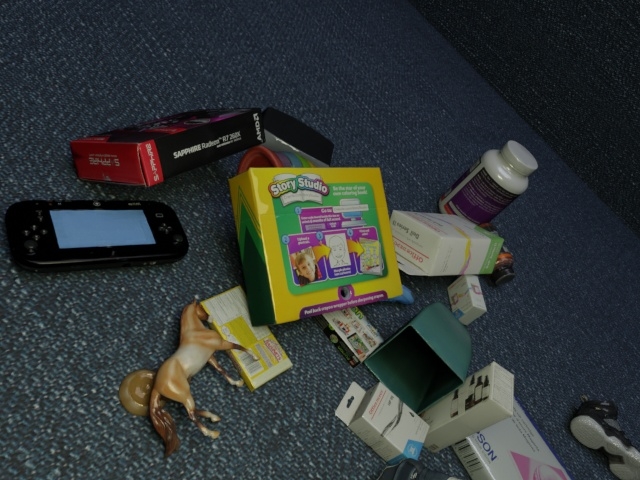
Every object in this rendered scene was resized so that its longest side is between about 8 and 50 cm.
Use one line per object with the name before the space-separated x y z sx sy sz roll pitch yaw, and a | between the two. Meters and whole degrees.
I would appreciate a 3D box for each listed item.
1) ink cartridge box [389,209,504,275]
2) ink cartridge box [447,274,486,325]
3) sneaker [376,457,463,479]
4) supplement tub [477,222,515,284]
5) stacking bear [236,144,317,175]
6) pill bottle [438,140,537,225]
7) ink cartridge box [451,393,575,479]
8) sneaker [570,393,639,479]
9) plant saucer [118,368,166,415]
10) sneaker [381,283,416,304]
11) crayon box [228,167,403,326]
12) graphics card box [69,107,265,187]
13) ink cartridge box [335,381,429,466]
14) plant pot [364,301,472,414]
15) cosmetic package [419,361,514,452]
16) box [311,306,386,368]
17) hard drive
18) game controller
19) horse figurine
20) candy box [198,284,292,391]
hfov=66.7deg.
ink cartridge box | 0.328 0.005 1.397 0.353 0.119 0.207 1 23 -37
ink cartridge box | 0.419 0.167 1.401 0.052 0.089 0.123 19 44 -18
sneaker | 0.173 0.526 0.905 0.086 0.163 0.227 13 86 -50
supplement tub | 0.567 0.046 1.609 0.105 0.106 0.198 6 51 -33
stacking bear | -0.061 -0.143 1.278 0.288 0.175 0.164 6 57 -45
pill bottle | 0.561 -0.176 1.636 0.181 0.323 0.182 20 45 -21
ink cartridge box | 0.482 0.518 1.152 0.330 0.071 0.324 -14 63 -42
sneaker | 0.825 0.546 1.355 0.268 0.101 0.153 40 43 4
plant saucer | -0.301 0.258 0.835 0.083 0.015 0.084 21 45 -22
sneaker | 0.155 0.133 1.263 0.209 0.069 0.082 29 68 -21
crayon box | 0.000 0.000 1.080 0.362 0.106 0.314 -6 83 -38
graphics card box | -0.326 -0.221 1.093 0.232 0.094 0.371 8 26 33
ink cartridge box | 0.130 0.377 1.017 0.180 0.060 0.104 41 41 2
plant pot | 0.253 0.255 1.152 0.165 0.166 0.234 47 32 9
cosmetic package | 0.299 0.355 1.027 0.060 0.239 0.099 36 40 -4
box | 0.050 0.185 1.148 0.207 0.036 0.114 50 41 11
hard drive | -0.075 -0.300 1.475 0.254 0.054 0.172 27 42 -14
game controller | -0.424 -0.016 0.949 0.319 0.067 0.167 -3 56 -39
horse figurine | -0.221 0.236 0.861 0.174 0.066 0.263 41 42 -10
candy box | -0.154 0.195 0.992 0.105 0.027 0.206 -20 68 -46
